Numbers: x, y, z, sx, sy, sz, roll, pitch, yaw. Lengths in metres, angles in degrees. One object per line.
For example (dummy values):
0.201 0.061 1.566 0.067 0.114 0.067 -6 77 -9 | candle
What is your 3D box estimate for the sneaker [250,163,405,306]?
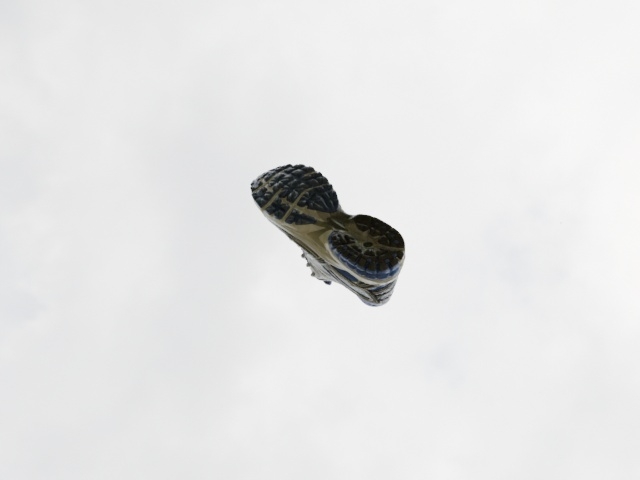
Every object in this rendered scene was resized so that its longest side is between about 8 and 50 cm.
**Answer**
0.000 0.000 0.744 0.052 0.058 0.135 -30 -130 -25 | sneaker
